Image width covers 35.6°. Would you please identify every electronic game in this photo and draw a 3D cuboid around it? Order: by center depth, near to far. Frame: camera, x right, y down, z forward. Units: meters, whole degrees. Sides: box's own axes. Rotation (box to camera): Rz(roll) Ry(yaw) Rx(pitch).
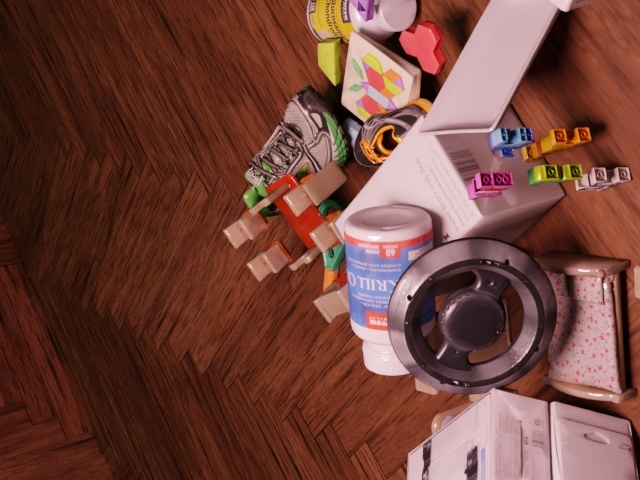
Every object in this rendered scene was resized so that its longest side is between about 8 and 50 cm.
[{"bbox_3d":[0.203,0.104,1.339,0.048,0.229,0.229,-96,6,-70],"label":"electronic game"}]

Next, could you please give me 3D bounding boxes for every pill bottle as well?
[{"bbox_3d":[0.100,0.072,1.403,0.124,0.124,0.222,20,122,51],"label":"pill bottle"},{"bbox_3d":[0.068,-0.373,1.617,0.184,0.103,0.103,11,110,53],"label":"pill bottle"}]

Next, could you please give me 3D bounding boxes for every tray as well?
[{"bbox_3d":[0.244,-0.245,1.343,0.145,0.030,0.270,4,60,55],"label":"tray"}]

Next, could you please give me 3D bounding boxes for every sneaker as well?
[{"bbox_3d":[0.102,-0.157,1.556,0.084,0.083,0.215,49,153,-6],"label":"sneaker"},{"bbox_3d":[-0.051,-0.139,1.782,0.134,0.146,0.343,57,153,22],"label":"sneaker"}]

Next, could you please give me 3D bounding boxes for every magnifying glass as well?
[{"bbox_3d":[0.022,0.031,1.892,0.092,0.026,0.231,31,126,46],"label":"magnifying glass"}]

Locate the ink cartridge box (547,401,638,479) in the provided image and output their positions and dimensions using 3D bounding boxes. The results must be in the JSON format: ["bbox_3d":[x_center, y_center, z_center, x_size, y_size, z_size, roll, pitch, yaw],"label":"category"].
[{"bbox_3d":[0.343,0.331,1.407,0.176,0.128,0.127,120,160,-48],"label":"ink cartridge box"}]

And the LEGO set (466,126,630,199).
[{"bbox_3d":[0.284,-0.103,1.323,0.093,0.227,0.087,148,117,-66],"label":"LEGO set"}]

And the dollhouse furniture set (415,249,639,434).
[{"bbox_3d":[0.308,0.181,1.406,0.355,0.173,0.303,7,107,54],"label":"dollhouse furniture set"}]

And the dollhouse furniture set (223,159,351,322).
[{"bbox_3d":[0.000,0.000,1.733,0.259,0.135,0.262,55,142,-8],"label":"dollhouse furniture set"}]

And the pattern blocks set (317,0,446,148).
[{"bbox_3d":[0.097,-0.237,1.587,0.285,0.026,0.325,33,147,35],"label":"pattern blocks set"}]

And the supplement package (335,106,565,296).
[{"bbox_3d":[0.184,-0.046,1.500,0.178,0.175,0.293,62,143,19],"label":"supplement package"}]

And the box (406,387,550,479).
[{"bbox_3d":[0.217,0.347,1.429,0.290,0.087,0.169,125,157,-55],"label":"box"}]

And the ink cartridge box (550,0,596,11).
[{"bbox_3d":[0.314,-0.452,1.204,0.198,0.114,0.273,45,136,21],"label":"ink cartridge box"}]
